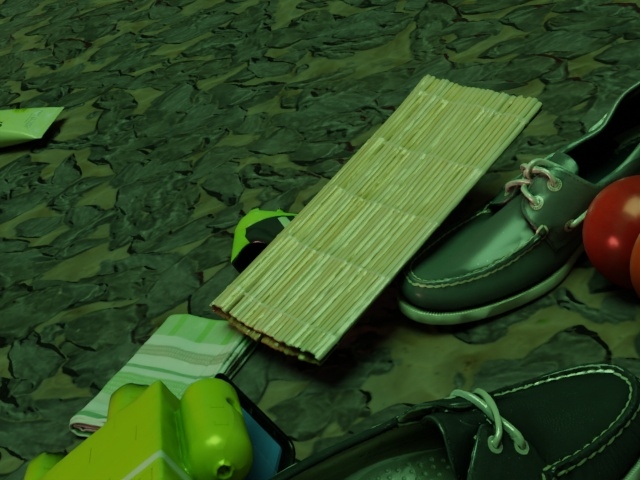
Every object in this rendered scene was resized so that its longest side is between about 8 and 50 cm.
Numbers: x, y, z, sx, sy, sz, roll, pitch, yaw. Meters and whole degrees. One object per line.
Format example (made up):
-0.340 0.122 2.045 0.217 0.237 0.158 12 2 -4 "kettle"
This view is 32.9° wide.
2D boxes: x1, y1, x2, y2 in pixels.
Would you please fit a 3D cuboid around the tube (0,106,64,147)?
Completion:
-0.478 -0.152 1.503 0.240 0.062 0.070 -5 74 14 "tube"

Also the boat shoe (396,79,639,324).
0.192 -0.041 0.912 0.319 0.099 0.116 -29 35 -14 "boat shoe"

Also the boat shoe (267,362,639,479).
0.081 0.148 0.679 0.302 0.091 0.114 -28 32 -15 "boat shoe"

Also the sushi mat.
0.048 -0.029 0.939 0.151 0.019 0.316 20 59 45 "sushi mat"

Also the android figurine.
-0.149 0.187 0.694 0.248 0.056 0.273 -40 18 1 "android figurine"

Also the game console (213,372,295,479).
-0.079 0.167 0.757 0.107 0.071 0.122 -30 32 -18 "game console"

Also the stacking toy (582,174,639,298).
0.284 0.039 0.728 0.141 0.141 0.330 -25 24 -9 "stacking toy"

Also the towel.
-0.129 0.113 0.918 0.113 0.023 0.152 4 37 32 "towel"

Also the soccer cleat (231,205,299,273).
0.000 0.000 1.005 0.179 0.060 0.072 -6 49 24 "soccer cleat"
